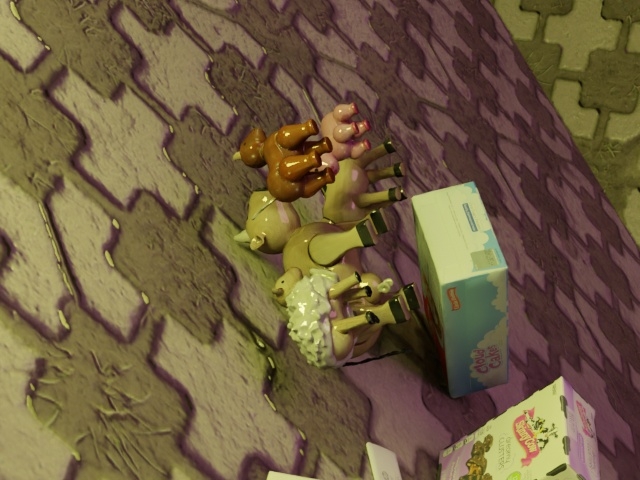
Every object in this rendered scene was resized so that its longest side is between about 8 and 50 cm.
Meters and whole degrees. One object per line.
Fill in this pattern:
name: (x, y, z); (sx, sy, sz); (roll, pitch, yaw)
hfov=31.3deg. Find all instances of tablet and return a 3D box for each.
tablet: (0.079, 0.275, 1.322); (0.054, 0.006, 0.083); (29, 34, -39)

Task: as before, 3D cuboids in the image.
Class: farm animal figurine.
farm animal figurine: (0.000, 0.000, 1.376); (0.330, 0.172, 0.327); (10, 61, -65)

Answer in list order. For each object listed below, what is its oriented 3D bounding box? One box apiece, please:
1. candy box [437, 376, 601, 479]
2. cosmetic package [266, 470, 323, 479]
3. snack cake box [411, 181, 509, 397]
candy box: (0.232, 0.276, 1.357); (0.070, 0.196, 0.165); (45, 26, -16)
cosmetic package: (0.016, 0.362, 0.854); (0.196, 0.155, 0.366); (8, 33, 2)
snack cake box: (0.188, 0.070, 1.519); (0.264, 0.089, 0.152); (78, -3, -50)
